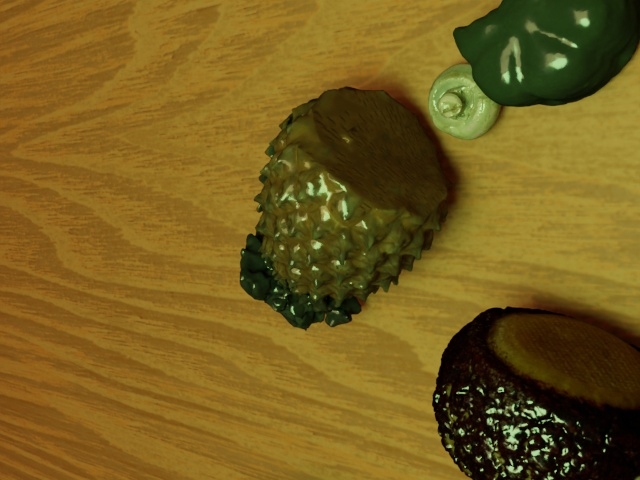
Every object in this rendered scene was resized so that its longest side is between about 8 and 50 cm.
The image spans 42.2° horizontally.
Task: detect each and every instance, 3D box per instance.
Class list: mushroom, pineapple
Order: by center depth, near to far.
[{"bbox_3d":[0.154,-0.149,0.896,0.084,0.067,0.083,8,104,34],"label":"mushroom"},{"bbox_3d":[-0.002,0.000,1.006,0.223,0.223,0.357,54,142,18],"label":"pineapple"}]

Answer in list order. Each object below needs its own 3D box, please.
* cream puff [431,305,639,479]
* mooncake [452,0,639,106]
[{"bbox_3d":[0.223,0.169,0.801,0.239,0.239,0.164,29,117,34],"label":"cream puff"},{"bbox_3d":[0.216,-0.213,0.802,0.168,0.104,0.175,31,117,40],"label":"mooncake"}]
